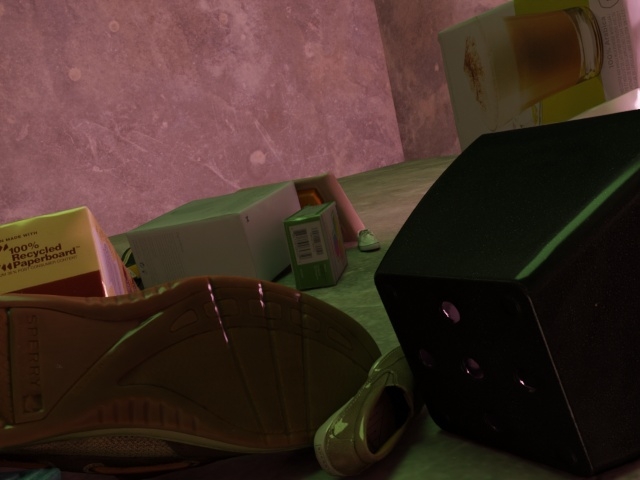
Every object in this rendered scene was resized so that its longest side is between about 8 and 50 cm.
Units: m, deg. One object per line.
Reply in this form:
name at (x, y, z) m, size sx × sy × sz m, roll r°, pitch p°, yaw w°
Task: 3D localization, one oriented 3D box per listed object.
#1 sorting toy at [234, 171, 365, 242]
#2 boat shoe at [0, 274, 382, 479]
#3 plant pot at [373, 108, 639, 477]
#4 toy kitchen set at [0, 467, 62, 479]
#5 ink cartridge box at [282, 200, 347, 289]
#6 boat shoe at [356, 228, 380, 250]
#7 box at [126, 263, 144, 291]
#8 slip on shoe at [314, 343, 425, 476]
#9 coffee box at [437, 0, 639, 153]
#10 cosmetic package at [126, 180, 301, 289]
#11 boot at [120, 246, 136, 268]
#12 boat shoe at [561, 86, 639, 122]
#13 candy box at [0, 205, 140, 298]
sorting toy at (-0.040, -0.043, 1.300) m, size 0.208 × 0.193 × 0.038 m, roll -11°, pitch 49°, yaw 22°
boat shoe at (-0.119, 0.105, 0.468) m, size 0.342 × 0.123 × 0.123 m, roll 1°, pitch -30°, yaw -27°
plant pot at (0.150, 0.039, 0.437) m, size 0.167 × 0.188 × 0.187 m, roll -33°, pitch 18°, yaw -29°
toy kitchen set at (-0.248, 0.165, 0.305) m, size 0.166 × 0.122 × 0.207 m, roll -10°, pitch 9°, yaw 14°
ink cartridge box at (0.000, 0.000, 1.080) m, size 0.062 × 0.109 × 0.209 m, roll -10°, pitch 8°, yaw 11°
boat shoe at (0.085, -0.004, 1.230) m, size 0.035 × 0.035 × 0.100 m, roll -12°, pitch 8°, yaw -3°
box at (-0.335, 0.081, 1.147) m, size 0.081 × 0.028 × 0.136 m, roll -55°, pitch -12°, yaw 24°
slip on shoe at (0.049, 0.111, 0.459) m, size 0.041 × 0.051 × 0.135 m, roll -28°, pitch 0°, yaw 41°
coffee box at (0.421, -0.188, 0.944) m, size 0.338 × 0.337 × 0.334 m, roll -17°, pitch 9°, yaw -25°
cosmetic package at (-0.169, 0.000, 1.176) m, size 0.225 × 0.138 × 0.224 m, roll -10°, pitch 14°, yaw 24°
boot at (-0.329, 0.060, 1.322) m, size 0.137 × 0.076 × 0.198 m, roll -5°, pitch 23°, yaw 13°
boat shoe at (0.275, -0.035, 0.622) m, size 0.127 × 0.158 × 0.340 m, roll -26°, pitch -7°, yaw 26°
candy box at (-0.260, 0.080, 0.606) m, size 0.183 × 0.087 × 0.316 m, roll -14°, pitch -17°, yaw -11°
